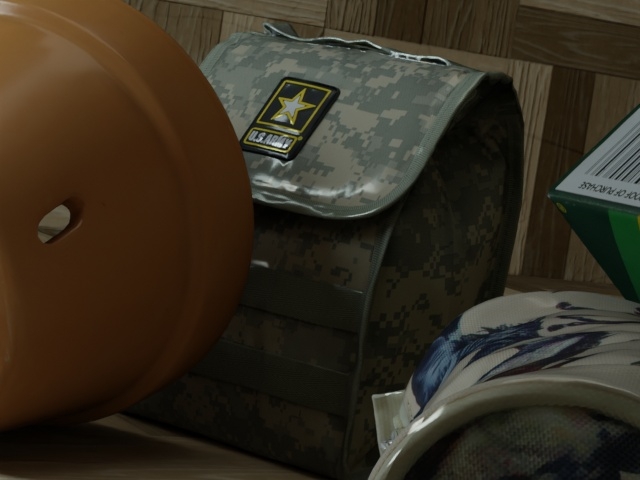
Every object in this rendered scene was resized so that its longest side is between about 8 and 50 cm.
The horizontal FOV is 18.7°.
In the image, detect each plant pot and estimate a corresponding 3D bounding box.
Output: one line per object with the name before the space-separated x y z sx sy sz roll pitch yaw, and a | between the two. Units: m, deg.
plant pot | -0.212 0.000 1.184 0.291 0.291 0.203 10 22 21

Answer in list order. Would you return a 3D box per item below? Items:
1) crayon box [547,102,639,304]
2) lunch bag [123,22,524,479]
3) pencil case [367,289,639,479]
crayon box | 0.317 0.080 0.962 0.313 0.106 0.363 52 -13 -21
lunch bag | 0.000 0.000 1.321 0.235 0.287 0.169 13 6 40
pencil case | 0.102 0.116 0.860 0.183 0.160 0.410 -17 2 7
